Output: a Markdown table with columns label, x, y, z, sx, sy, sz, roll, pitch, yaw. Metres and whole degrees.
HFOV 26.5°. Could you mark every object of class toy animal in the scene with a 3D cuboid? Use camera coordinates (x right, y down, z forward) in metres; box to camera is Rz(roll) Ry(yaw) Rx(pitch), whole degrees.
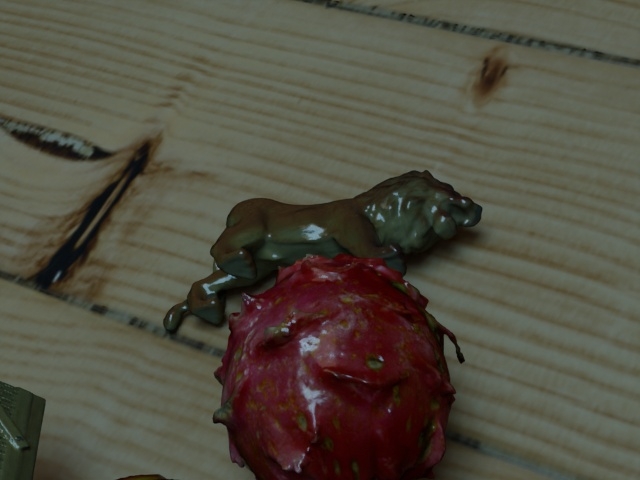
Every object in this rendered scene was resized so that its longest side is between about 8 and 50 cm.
| label | x | y | z | sx | sy | sz | roll | pitch | yaw |
| --- | --- | --- | --- | --- | --- | --- | --- | --- | --- |
| toy animal | 0.000 | 0.000 | 1.319 | 0.312 | 0.097 | 0.157 | -4 | 38 | 17 |

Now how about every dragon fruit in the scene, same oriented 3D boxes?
| label | x | y | z | sx | sy | sz | roll | pitch | yaw |
| --- | --- | --- | --- | --- | --- | --- | --- | --- | --- |
| dragon fruit | 0.013 | 0.135 | 1.123 | 0.205 | 0.210 | 0.268 | -24 | 51 | 20 |

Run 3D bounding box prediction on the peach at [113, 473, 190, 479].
| label | x | y | z | sx | sy | sz | roll | pitch | yaw |
| --- | --- | --- | --- | --- | --- | --- | --- | --- | --- |
| peach | -0.149 | 0.323 | 1.003 | 0.258 | 0.201 | 0.361 | 18 | 59 | 28 |

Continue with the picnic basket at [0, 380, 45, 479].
| label | x | y | z | sx | sy | sz | roll | pitch | yaw |
| --- | --- | --- | --- | --- | --- | --- | --- | --- | --- |
| picnic basket | -0.332 | 0.222 | 1.105 | 0.165 | 0.139 | 0.266 | -54 | 21 | 24 |
